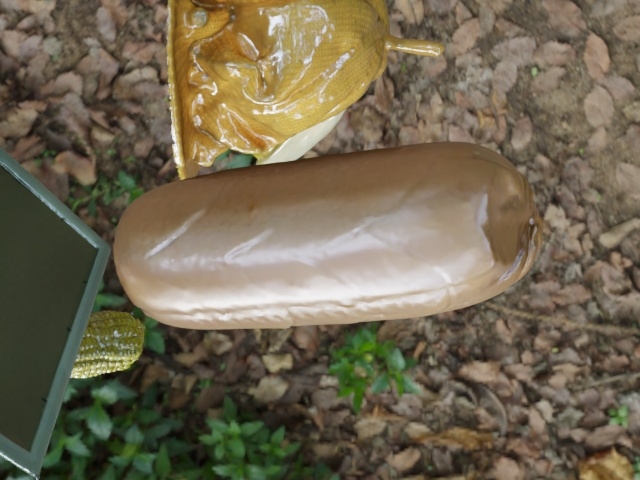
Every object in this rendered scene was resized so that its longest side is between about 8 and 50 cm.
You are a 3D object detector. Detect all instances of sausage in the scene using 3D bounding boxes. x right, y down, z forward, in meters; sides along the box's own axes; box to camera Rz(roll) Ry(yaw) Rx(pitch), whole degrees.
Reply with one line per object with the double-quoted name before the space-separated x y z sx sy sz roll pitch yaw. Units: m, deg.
"sausage" 0.001 0.000 0.644 0.304 0.121 0.121 -7 121 25

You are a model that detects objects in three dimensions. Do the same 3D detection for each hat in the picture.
"hat" -0.005 -0.169 0.816 0.233 0.233 0.244 3 80 2

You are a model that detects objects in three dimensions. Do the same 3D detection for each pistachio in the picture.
"pistachio" -0.055 -0.209 1.404 0.157 0.157 0.229 38 122 -17

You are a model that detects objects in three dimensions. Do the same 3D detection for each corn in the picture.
"corn" -0.369 0.149 1.265 0.101 0.291 0.101 -1 88 33

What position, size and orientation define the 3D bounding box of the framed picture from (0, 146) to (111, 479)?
"framed picture" -0.307 0.040 0.834 0.018 0.293 0.231 -25 126 25
